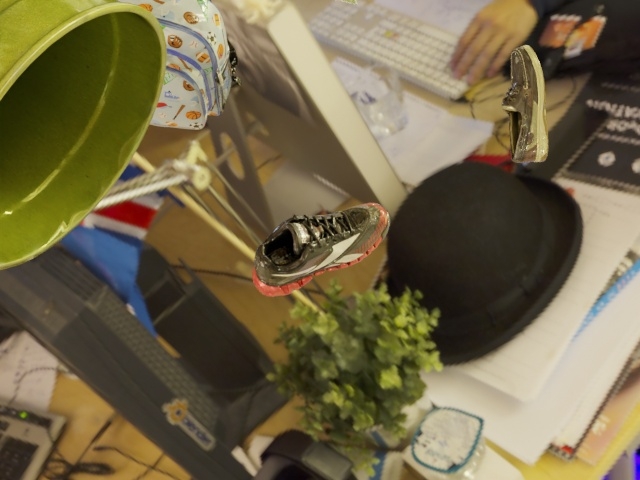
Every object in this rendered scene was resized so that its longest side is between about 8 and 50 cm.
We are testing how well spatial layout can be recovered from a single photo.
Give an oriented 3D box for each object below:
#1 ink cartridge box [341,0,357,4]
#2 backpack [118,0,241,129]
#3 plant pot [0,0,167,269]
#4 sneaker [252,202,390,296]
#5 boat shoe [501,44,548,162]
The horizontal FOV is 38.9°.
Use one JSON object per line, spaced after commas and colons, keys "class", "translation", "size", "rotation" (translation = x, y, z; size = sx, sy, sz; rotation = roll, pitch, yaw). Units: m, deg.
{"class": "ink cartridge box", "translation": [0.007, -0.523, 1.522], "size": [0.056, 0.235, 0.171], "rotation": [-32, 27, -9]}
{"class": "backpack", "translation": [-0.297, -0.349, 1.708], "size": [0.277, 0.263, 0.213], "rotation": [4, 53, 0]}
{"class": "plant pot", "translation": [-0.442, -0.213, 1.112], "size": [0.353, 0.366, 0.366], "rotation": [34, 74, 10]}
{"class": "sneaker", "translation": [0.000, 0.000, 1.606], "size": [0.276, 0.135, 0.097], "rotation": [-26, 62, -6]}
{"class": "boat shoe", "translation": [0.382, -0.256, 1.719], "size": [0.073, 0.223, 0.080], "rotation": [-10, 6, -10]}
